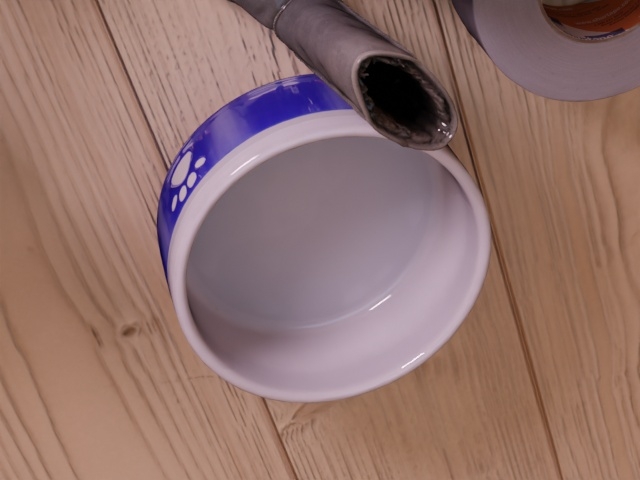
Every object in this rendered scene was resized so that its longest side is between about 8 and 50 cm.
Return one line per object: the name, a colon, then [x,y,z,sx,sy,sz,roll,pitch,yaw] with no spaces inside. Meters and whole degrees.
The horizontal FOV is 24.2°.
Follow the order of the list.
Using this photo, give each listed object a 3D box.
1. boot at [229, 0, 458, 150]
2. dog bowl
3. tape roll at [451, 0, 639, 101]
boot: [-0.008,-0.154,1.070,0.189,0.208,0.076,28,110,-30]
dog bowl: [0.000,0.000,1.235,0.265,0.104,0.265,-8,123,-12]
tape roll: [0.212,-0.223,1.178,0.219,0.072,0.219,-8,124,-12]
